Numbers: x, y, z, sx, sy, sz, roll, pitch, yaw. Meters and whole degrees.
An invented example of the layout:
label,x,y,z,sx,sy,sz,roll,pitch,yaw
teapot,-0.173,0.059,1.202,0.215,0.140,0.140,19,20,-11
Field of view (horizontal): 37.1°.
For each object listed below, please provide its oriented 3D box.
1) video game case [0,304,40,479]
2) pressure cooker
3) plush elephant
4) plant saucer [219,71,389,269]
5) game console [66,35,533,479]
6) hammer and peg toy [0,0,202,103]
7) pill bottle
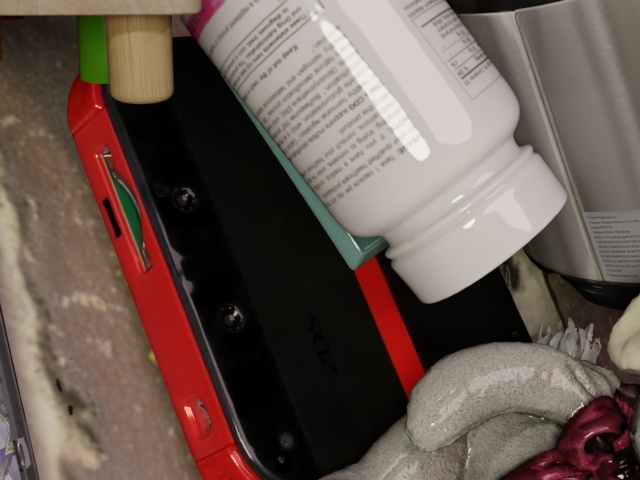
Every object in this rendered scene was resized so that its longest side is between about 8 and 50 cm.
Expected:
label,x,y,z,sx,sy,sz,roll,pitch,yaw
video game case,-0.321,0.078,0.551,0.274,0.035,0.248,-7,72,-34
pressure cooker,0.284,-0.199,0.771,0.375,0.369,0.421,-107,172,-67
plush elephant,0.206,0.167,0.657,0.272,0.255,0.330,55,53,-18
plant saucer,-0.004,-0.071,0.766,0.067,0.018,0.192,-33,89,-42
game console,0.000,0.000,0.782,0.341,0.060,0.387,-13,76,-41
hammer and peg toy,-0.224,-0.179,0.627,0.265,0.361,0.128,-3,111,-12
pill bottle,0.042,-0.104,0.696,0.283,0.160,0.160,52,52,-2
